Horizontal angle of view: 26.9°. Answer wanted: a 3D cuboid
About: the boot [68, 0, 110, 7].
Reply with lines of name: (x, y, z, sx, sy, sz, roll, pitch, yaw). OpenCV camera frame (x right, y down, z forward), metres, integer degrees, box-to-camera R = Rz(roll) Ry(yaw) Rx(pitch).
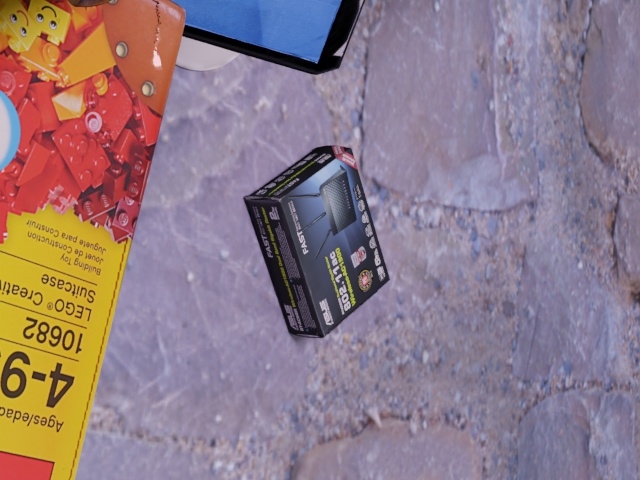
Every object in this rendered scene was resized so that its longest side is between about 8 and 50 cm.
boot: (-0.165, -0.225, 0.575, 0.280, 0.264, 0.096, 37, 102, -11)

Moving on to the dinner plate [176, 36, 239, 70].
dinner plate: (-0.083, -0.191, 0.942, 0.141, 0.017, 0.141, -4, 95, -50)

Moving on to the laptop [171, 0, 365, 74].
laptop: (-0.083, -0.250, 0.717, 0.264, 0.136, 0.234, 31, 73, -41)

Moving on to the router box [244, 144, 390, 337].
router box: (0.000, 0.000, 1.030, 0.092, 0.038, 0.122, -38, 120, -40)

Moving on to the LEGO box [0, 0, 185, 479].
LEGO box: (-0.328, -0.017, 0.533, 0.500, 0.193, 0.373, 24, 74, -47)
